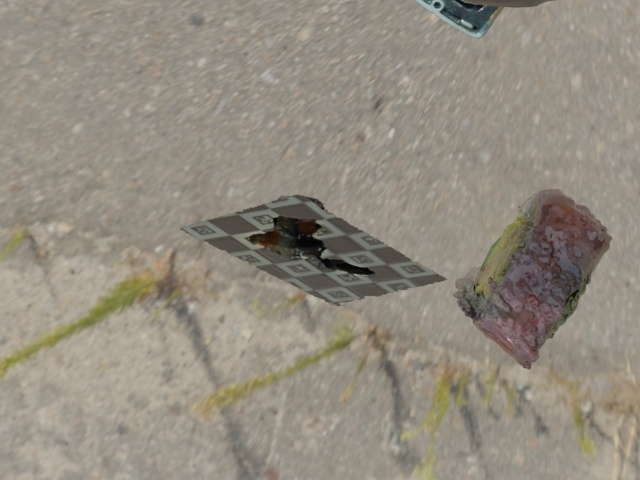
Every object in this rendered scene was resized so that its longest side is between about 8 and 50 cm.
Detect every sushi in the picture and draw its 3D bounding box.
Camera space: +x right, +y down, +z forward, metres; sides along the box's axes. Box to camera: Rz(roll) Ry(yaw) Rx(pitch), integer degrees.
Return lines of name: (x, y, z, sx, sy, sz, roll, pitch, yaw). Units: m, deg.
sushi: (0.228, 0.031, 1.387, 0.107, 0.241, 0.161, 36, 99, -1)
sushi: (0.000, 0.000, 1.126, 0.139, 0.201, 0.031, -14, 59, 39)

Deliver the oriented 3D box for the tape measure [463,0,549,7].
tape measure: (0.092, -0.203, 0.612, 0.181, 0.107, 0.182, 32, 74, 13)

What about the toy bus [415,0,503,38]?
toy bus: (0.192, -0.368, 1.407, 0.139, 0.167, 0.275, 31, 111, -17)
